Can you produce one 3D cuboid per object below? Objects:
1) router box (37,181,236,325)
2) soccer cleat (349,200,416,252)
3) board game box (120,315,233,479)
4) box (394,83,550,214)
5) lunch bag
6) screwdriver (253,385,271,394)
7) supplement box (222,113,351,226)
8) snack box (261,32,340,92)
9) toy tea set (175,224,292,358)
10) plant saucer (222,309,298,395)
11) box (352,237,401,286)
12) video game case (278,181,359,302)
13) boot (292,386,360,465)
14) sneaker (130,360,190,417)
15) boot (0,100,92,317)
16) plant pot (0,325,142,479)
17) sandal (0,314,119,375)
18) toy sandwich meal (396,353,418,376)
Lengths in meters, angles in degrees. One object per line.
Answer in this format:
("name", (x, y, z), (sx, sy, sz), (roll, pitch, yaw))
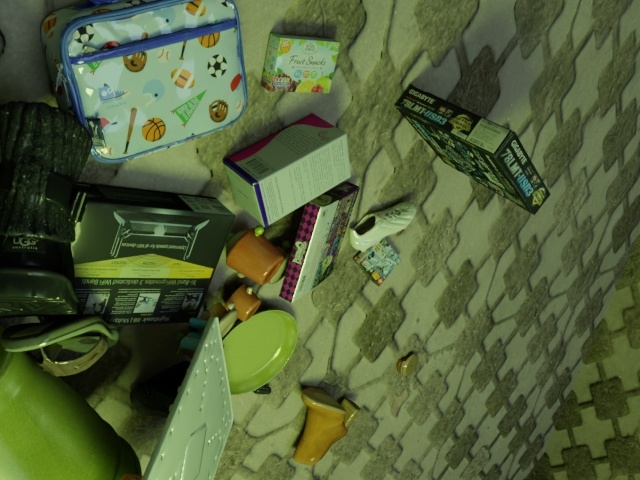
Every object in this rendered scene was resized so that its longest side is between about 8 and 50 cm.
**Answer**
("router box", (-0.330, 0.032, 1.206), (0.309, 0.081, 0.243), (5, 116, -45))
("soccer cleat", (0.153, -0.045, 1.621), (0.196, 0.068, 0.076), (-33, 134, -17))
("board game box", (-0.257, 0.399, 1.247), (0.390, 0.050, 0.390), (91, 11, -46))
("box", (0.344, -0.203, 1.504), (0.073, 0.293, 0.295), (-52, 140, 2))
("lunch bag", (-0.263, -0.263, 1.027), (0.303, 0.115, 0.243), (-25, 131, -30))
("screwdriver", (-0.185, 0.365, 1.641), (0.170, 0.024, 0.025), (13, 81, -46))
("supplement box", (-0.060, -0.141, 1.309), (0.220, 0.111, 0.114), (-32, 137, -21))
("snack box", (-0.036, -0.328, 1.248), (0.141, 0.037, 0.100), (-10, 124, -39))
("toy tea set", (-0.197, 0.107, 1.396), (0.336, 0.124, 0.200), (-51, 170, -6))
("plant saucer", (-0.160, 0.255, 1.570), (0.241, 0.037, 0.241), (-25, 134, -29))
("box", (0.146, 0.049, 1.712), (0.094, 0.027, 0.137), (-48, 140, -6))
("video game case", (0.000, 0.000, 1.465), (0.210, 0.042, 0.232), (-32, 143, -60))
("boot", (-0.014, 0.527, 1.861), (0.211, 0.104, 0.295), (-53, 145, 2))
("sneaker", (-0.281, 0.328, 1.448), (0.130, 0.087, 0.227), (-35, 142, 24))
("boot", (-0.403, -0.025, 0.959), (0.131, 0.348, 0.260), (3, 76, -24))
("plant pot", (-0.526, 0.337, 1.075), (0.366, 0.366, 0.353), (-31, 126, -23))
("sandal", (-0.389, 0.170, 1.062), (0.120, 0.086, 0.303), (-8, 168, 2))
("toy sandwich meal", (0.270, 0.385, 2.084), (0.085, 0.029, 0.085), (-29, 131, -39))
